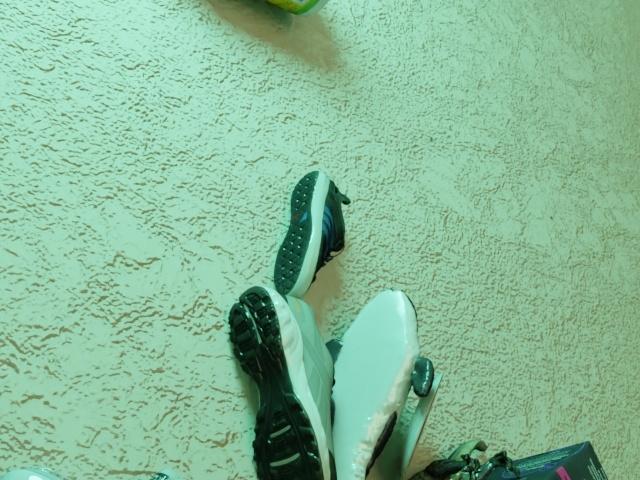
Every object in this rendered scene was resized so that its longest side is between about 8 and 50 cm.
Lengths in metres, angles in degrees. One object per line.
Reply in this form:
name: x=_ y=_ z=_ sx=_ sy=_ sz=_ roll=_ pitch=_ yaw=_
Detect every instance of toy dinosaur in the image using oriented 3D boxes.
toy dinosaur: x=0.167 y=0.285 z=1.149 sx=0.268 sy=0.118 sz=0.064 roll=-19 pitch=83 yaw=-47

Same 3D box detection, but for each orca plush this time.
orca plush: x=0.073 y=0.206 z=1.124 sx=0.102 sy=0.151 sz=0.287 roll=57 pitch=27 yaw=-52

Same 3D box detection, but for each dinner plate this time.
dinner plate: x=0.119 y=0.224 z=1.145 sx=0.017 sy=0.141 sz=0.141 roll=20 pitch=44 yaw=12

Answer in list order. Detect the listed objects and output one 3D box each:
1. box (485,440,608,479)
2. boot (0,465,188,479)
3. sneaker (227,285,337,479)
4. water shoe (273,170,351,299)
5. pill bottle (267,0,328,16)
box: x=0.232 y=0.369 z=1.126 sx=0.270 sy=0.165 sz=0.143 roll=-18 pitch=81 yaw=-46
boot: x=-0.178 y=0.261 z=0.874 sx=0.258 sy=0.095 sz=0.123 roll=48 pitch=37 yaw=-23
sneaker: x=-0.019 y=0.181 z=1.053 sx=0.108 sy=0.100 sz=0.272 roll=10 pitch=60 yaw=-45
water shoe: x=0.000 y=0.000 z=1.191 sx=0.080 sy=0.073 sz=0.203 roll=34 pitch=48 yaw=-27
pill bottle: x=-0.094 y=-0.416 z=1.294 sx=0.245 sy=0.136 sz=0.136 roll=18 pitch=56 yaw=-35
